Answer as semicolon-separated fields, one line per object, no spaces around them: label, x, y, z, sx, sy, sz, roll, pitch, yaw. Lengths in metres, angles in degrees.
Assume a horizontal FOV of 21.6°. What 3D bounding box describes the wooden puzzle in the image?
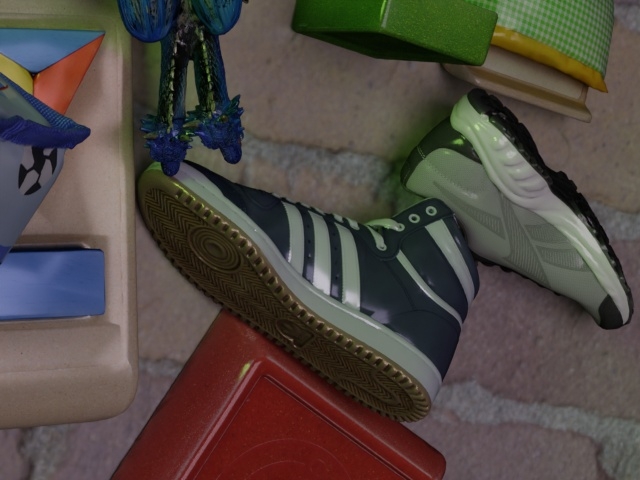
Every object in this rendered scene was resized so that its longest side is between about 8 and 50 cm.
wooden puzzle;-0.270;-0.030;1.151;0.322;0.080;0.348;-2;97;-28

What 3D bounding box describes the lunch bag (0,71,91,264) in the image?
lunch bag;-0.383;-0.045;0.945;0.385;0.239;0.328;35;97;10

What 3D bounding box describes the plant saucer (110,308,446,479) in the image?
plant saucer;-0.038;0.224;1.325;0.259;0.047;0.258;39;78;-27

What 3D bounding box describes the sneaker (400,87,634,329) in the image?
sneaker;0.168;-0.011;1.394;0.108;0.100;0.271;-37;123;14

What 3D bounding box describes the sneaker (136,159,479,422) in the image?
sneaker;0.000;0.000;1.294;0.282;0.099;0.153;39;58;-10

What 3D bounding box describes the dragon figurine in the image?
dragon figurine;-0.096;-0.187;1.158;0.085;0.144;0.289;-5;124;0

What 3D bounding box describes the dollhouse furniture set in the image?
dollhouse furniture set;0.155;-0.218;1.318;0.301;0.151;0.198;14;89;-29
